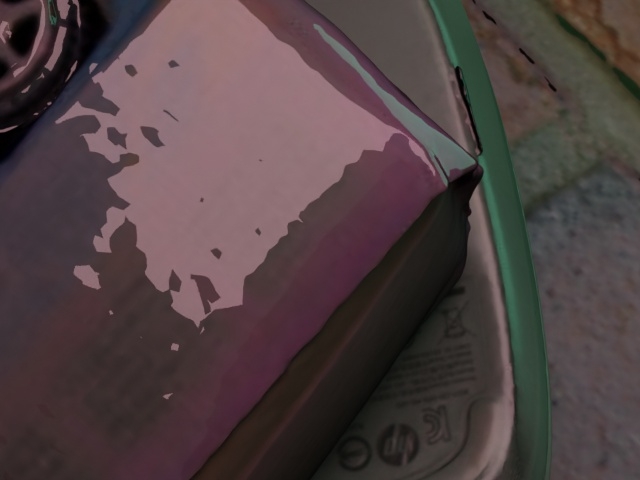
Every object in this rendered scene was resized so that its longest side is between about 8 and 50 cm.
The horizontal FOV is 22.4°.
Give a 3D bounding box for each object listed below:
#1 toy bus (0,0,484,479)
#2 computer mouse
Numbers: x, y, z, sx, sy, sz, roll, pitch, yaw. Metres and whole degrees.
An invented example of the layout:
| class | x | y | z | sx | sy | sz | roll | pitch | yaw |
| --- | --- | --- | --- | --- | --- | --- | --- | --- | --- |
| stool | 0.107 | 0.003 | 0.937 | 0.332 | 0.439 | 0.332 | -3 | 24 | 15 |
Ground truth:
| class | x | y | z | sx | sy | sz | roll | pitch | yaw |
| --- | --- | --- | --- | --- | --- | --- | --- | --- | --- |
| toy bus | -0.115 | 0.079 | 0.505 | 0.162 | 0.171 | 0.386 | 38 | 86 | 19 |
| computer mouse | 0.001 | 0.001 | 0.638 | 0.159 | 0.097 | 0.288 | -13 | 70 | 9 |
